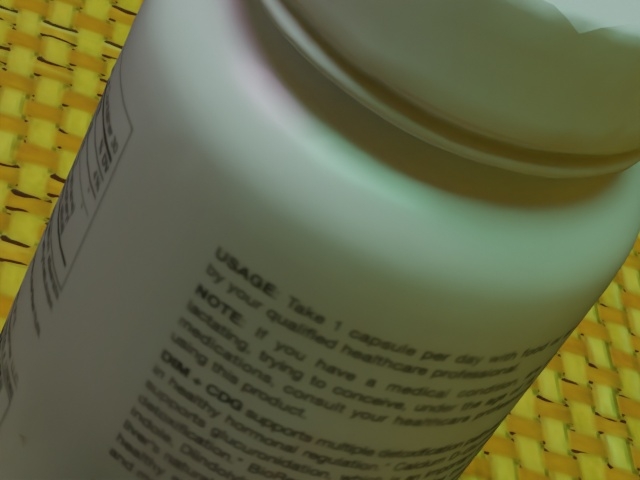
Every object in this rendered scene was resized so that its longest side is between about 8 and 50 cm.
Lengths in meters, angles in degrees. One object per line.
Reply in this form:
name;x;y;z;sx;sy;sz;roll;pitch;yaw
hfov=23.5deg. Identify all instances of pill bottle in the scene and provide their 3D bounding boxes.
pill bottle;0.000;0.000;0.484;0.160;0.283;0.160;18;40;-16

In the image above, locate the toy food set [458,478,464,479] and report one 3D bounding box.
toy food set;0.060;0.128;0.596;0.082;0.020;0.083;-18;58;-44
